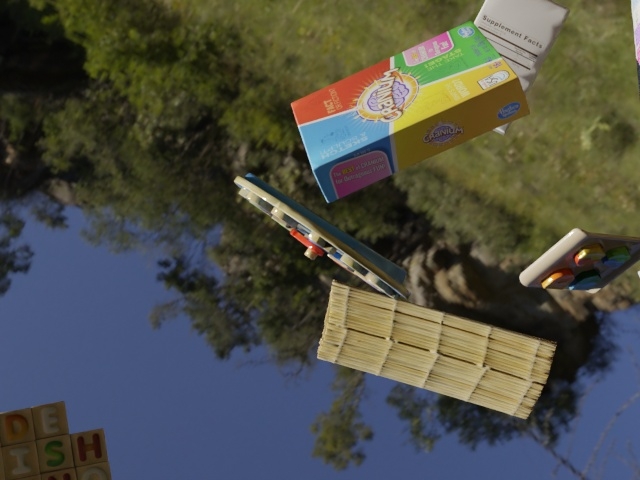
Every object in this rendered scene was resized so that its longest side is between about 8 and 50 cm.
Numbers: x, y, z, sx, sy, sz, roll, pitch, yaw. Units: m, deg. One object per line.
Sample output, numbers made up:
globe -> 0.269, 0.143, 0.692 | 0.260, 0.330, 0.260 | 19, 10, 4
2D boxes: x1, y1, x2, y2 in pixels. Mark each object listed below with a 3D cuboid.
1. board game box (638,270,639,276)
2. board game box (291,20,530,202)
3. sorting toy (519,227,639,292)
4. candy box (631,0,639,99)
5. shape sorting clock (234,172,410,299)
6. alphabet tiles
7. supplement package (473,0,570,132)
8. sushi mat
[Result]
board game box -> 0.599, -0.005, 1.358 | 0.318, 0.318, 0.066 | 30, -145, -82
board game box -> 0.124, -0.198, 1.570 | 0.242, 0.316, 0.064 | -108, -7, -58
sorting toy -> 0.534, 0.050, 2.098 | 0.208, 0.193, 0.038 | 9, -128, -31
candy box -> 0.527, -0.278, 1.455 | 0.164, 0.070, 0.196 | -4, -100, 4
shape sorting clock -> 0.000, 0.000, 1.029 | 0.206, 0.040, 0.206 | 32, -179, -1
alphabet tiles -> -0.360, 0.298, 1.208 | 0.237, 0.009, 0.198 | -9, -101, -11
supplement package -> 0.398, -0.401, 2.304 | 0.175, 0.293, 0.177 | 28, -173, 7
sushi mat -> 0.155, 0.152, 1.441 | 0.316, 0.151, 0.019 | 16, -143, 3
